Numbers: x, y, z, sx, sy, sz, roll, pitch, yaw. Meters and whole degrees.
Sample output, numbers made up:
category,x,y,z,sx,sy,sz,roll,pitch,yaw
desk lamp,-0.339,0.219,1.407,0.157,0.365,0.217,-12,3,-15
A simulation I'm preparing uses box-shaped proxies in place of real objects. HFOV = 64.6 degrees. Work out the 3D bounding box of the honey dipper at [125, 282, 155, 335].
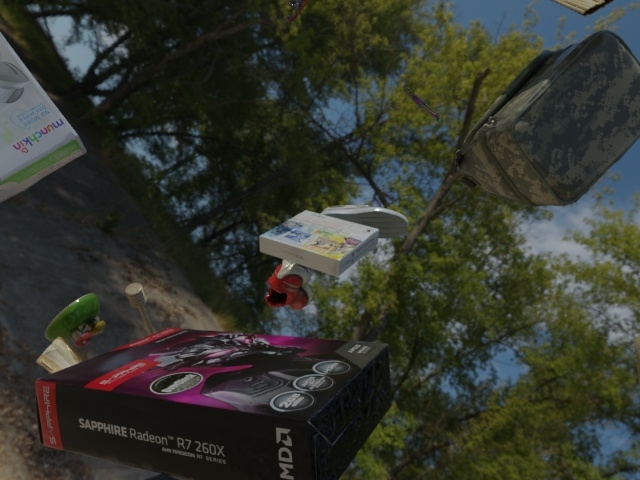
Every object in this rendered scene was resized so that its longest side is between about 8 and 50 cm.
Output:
category,x,y,z,sx,sy,sz,roll,pitch,yaw
honey dipper,-0.332,0.146,0.959,0.030,0.031,0.160,42,-33,39

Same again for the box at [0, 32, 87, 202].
category,x,y,z,sx,sy,sz,roll,pitch,yaw
box,-0.588,-0.187,0.860,0.231,0.262,0.127,55,-17,-6

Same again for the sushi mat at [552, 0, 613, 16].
category,x,y,z,sx,sy,sz,roll,pitch,yaw
sushi mat,0.442,-0.481,0.897,0.019,0.152,0.316,55,10,-40

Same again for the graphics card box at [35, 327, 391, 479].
category,x,y,z,sx,sy,sz,roll,pitch,yaw
graphics card box,-0.122,0.187,0.618,0.371,0.233,0.094,0,-84,26

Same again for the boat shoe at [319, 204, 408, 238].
category,x,y,z,sx,sy,sz,roll,pitch,yaw
boat shoe,0.109,-0.061,1.284,0.075,0.227,0.083,-76,171,-58

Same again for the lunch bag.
category,x,y,z,sx,sy,sz,roll,pitch,yaw
lunch bag,0.429,-0.218,0.984,0.212,0.305,0.256,44,-5,-11

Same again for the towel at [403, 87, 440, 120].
category,x,y,z,sx,sy,sz,roll,pitch,yaw
towel,0.189,-0.252,0.937,0.083,0.009,0.060,43,14,7

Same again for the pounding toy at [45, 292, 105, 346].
category,x,y,z,sx,sy,sz,roll,pitch,yaw
pounding toy,-0.736,0.277,1.570,0.110,0.183,0.237,42,-37,3

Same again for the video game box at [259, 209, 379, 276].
category,x,y,z,sx,sy,sz,roll,pitch,yaw
video game box,0.000,0.000,1.134,0.205,0.187,0.048,16,-63,28

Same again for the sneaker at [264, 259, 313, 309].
category,x,y,z,sx,sy,sz,roll,pitch,yaw
sneaker,-0.096,0.133,1.349,0.107,0.118,0.279,40,-18,19

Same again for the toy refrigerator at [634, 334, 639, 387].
category,x,y,z,sx,sy,sz,roll,pitch,yaw
toy refrigerator,0.633,0.284,0.885,0.102,0.269,0.094,12,-38,9

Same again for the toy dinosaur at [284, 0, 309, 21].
category,x,y,z,sx,sy,sz,roll,pitch,yaw
toy dinosaur,-0.047,-0.519,1.115,0.090,0.047,0.082,25,-45,19

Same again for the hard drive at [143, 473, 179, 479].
category,x,y,z,sx,sy,sz,roll,pitch,yaw
hard drive,-0.223,0.340,0.644,0.094,0.135,0.022,5,-92,31

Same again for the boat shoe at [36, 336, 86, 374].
category,x,y,z,sx,sy,sz,roll,pitch,yaw
boat shoe,-0.365,0.218,0.757,0.170,0.059,0.063,36,-23,28
